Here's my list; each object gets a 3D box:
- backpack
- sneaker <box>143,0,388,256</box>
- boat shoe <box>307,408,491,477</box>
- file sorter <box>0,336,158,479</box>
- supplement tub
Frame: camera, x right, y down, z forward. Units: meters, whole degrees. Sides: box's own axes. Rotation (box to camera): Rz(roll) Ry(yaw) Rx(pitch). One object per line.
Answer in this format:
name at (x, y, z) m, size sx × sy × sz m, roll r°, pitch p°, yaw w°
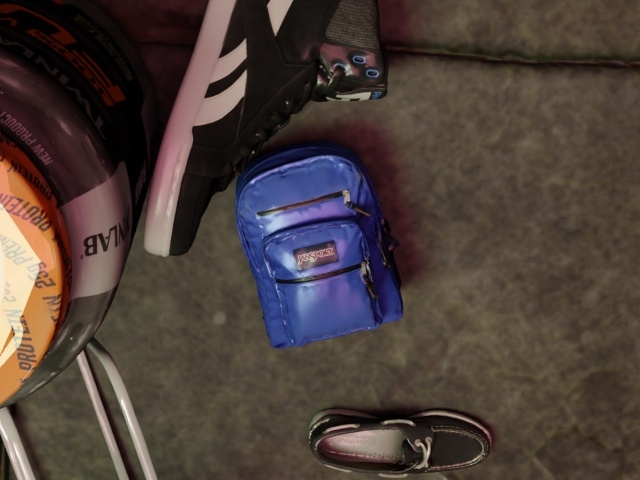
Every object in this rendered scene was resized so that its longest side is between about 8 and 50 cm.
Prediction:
backpack at (0.000, 0.000, 1.114) m, size 0.098 × 0.101 × 0.120 m, roll -14°, pitch 103°, yaw -3°
sneaker at (-0.024, -0.082, 1.062) m, size 0.121 × 0.079 × 0.217 m, roll 17°, pitch 79°, yaw -4°
boat shoe at (0.054, 0.138, 1.186) m, size 0.125 × 0.038 × 0.046 m, roll 8°, pitch 107°, yaw -3°
file sorter at (-0.236, 0.184, 1.083) m, size 0.277 × 0.193 × 0.173 m, roll -22°, pitch 102°, yaw -13°
supplement tub at (-0.202, -0.031, 0.976) m, size 0.207 × 0.338 × 0.207 m, roll 0°, pitch 107°, yaw -1°
